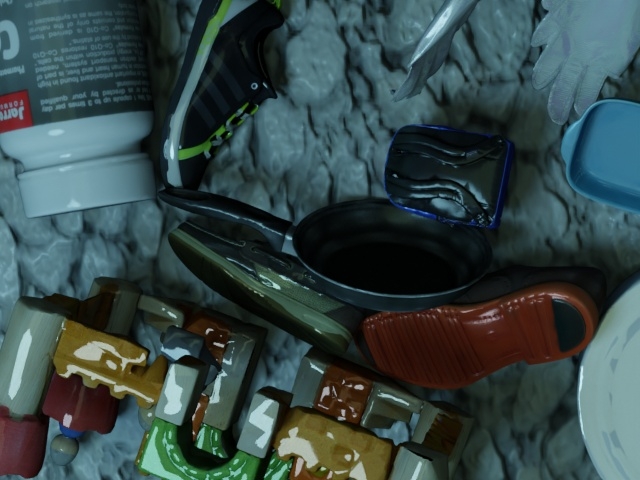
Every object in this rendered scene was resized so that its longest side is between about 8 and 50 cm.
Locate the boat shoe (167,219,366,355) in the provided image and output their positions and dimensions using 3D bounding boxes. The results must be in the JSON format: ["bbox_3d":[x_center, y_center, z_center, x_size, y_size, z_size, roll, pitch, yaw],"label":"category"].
[{"bbox_3d":[-0.052,0.037,1.597,0.223,0.080,0.073,31,70,17],"label":"boat shoe"}]

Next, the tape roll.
[{"bbox_3d":[0.392,0.147,1.518,0.286,0.100,0.286,1,94,10],"label":"tape roll"}]

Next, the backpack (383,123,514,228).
[{"bbox_3d":[0.126,-0.062,1.544,0.120,0.101,0.098,10,87,12],"label":"backpack"}]

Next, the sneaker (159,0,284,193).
[{"bbox_3d":[-0.095,-0.147,1.582,0.097,0.084,0.235,16,96,6],"label":"sneaker"}]

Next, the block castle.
[{"bbox_3d":[-0.092,0.211,1.497,0.453,0.303,0.213,20,98,8],"label":"block castle"}]

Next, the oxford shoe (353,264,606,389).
[{"bbox_3d":[0.161,0.081,1.552,0.271,0.098,0.097,-9,113,32],"label":"oxford shoe"}]

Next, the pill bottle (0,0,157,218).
[{"bbox_3d":[-0.255,-0.171,1.566,0.161,0.161,0.283,-9,92,9],"label":"pill bottle"}]

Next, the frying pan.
[{"bbox_3d":[0.006,0.014,1.514,0.326,0.197,0.053,0,118,-7],"label":"frying pan"}]

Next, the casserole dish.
[{"bbox_3d":[0.331,-0.081,1.527,0.188,0.037,0.114,17,120,6],"label":"casserole dish"}]

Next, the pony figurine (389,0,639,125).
[{"bbox_3d":[0.201,-0.302,1.427,0.363,0.302,0.351,57,131,27],"label":"pony figurine"}]
